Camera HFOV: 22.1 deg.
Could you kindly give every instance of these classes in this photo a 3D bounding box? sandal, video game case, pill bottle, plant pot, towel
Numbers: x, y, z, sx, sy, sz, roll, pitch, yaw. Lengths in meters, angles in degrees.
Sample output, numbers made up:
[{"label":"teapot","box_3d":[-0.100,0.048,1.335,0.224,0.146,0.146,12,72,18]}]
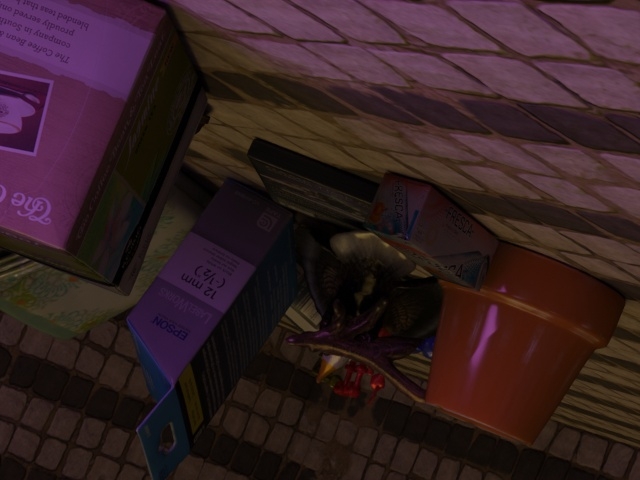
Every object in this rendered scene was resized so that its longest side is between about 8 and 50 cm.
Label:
[{"label":"sandal","box_3d":[0.000,0.000,2.145,0.072,0.049,0.180,20,173,17]},{"label":"video game case","box_3d":[0.025,-0.042,1.845,0.196,0.026,0.274,21,172,7]},{"label":"pill bottle","box_3d":[0.000,0.085,2.357,0.180,0.108,0.108,42,173,1]},{"label":"plant pot","box_3d":[0.208,0.118,1.813,0.205,0.188,0.205,22,173,3]},{"label":"towel","box_3d":[-0.298,0.016,2.276,0.320,0.090,0.374,-25,161,9]}]

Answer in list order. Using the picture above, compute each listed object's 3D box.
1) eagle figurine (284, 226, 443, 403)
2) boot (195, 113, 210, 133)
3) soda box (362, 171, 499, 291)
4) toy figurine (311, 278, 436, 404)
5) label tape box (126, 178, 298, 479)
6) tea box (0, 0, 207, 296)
[{"label":"eagle figurine","box_3d":[0.056,0.078,2.000,0.226,0.225,0.298,61,-159,-10]},{"label":"boot","box_3d":[-0.188,-0.099,1.730,0.082,0.106,0.219,25,173,-26]},{"label":"soda box","box_3d":[0.115,-0.007,1.669,0.058,0.063,0.183,18,172,33]},{"label":"toy figurine","box_3d":[0.150,0.176,2.515,0.217,0.191,0.362,19,175,-14]},{"label":"label tape box","box_3d":[-0.165,0.126,2.134,0.115,0.348,0.249,30,158,15]},{"label":"tea box","box_3d":[-0.300,-0.122,1.436,0.329,0.220,0.323,22,174,4]}]
